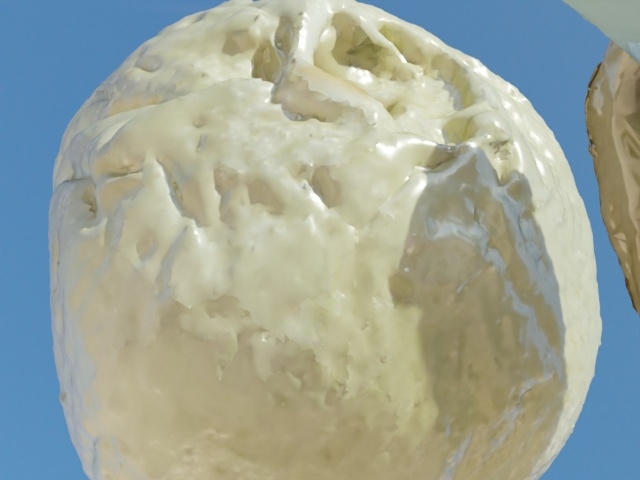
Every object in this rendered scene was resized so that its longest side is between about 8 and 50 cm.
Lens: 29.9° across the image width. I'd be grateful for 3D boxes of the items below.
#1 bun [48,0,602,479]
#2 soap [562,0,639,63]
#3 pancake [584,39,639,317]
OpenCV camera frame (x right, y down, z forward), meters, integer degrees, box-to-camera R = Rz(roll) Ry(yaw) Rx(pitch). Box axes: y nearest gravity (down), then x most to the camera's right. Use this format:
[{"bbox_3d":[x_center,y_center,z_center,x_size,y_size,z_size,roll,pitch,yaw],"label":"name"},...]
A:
[{"bbox_3d":[0.000,0.000,0.684,0.349,0.352,0.227,40,-44,21],"label":"bun"},{"bbox_3d":[0.116,-0.121,0.299,0.091,0.230,0.145,21,-92,-31],"label":"soap"},{"bbox_3d":[0.322,-0.048,0.586,0.386,0.082,0.387,0,-87,-4],"label":"pancake"}]
